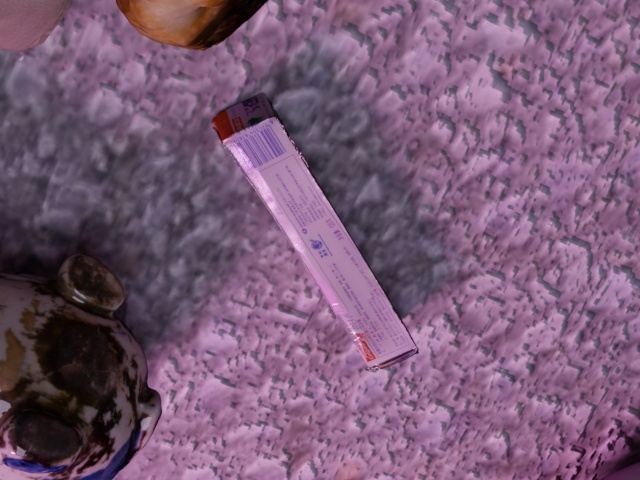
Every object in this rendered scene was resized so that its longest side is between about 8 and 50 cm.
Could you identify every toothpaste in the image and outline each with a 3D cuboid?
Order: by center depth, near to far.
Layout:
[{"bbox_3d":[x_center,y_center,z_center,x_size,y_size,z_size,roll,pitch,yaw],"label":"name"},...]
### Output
[{"bbox_3d":[0.000,0.000,0.662,0.040,0.047,0.196,-31,118,3],"label":"toothpaste"}]

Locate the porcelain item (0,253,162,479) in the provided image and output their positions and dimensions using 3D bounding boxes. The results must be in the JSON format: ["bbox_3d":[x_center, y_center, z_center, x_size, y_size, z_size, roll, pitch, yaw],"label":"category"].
[{"bbox_3d":[-0.242,0.070,0.606,0.288,0.138,0.186,28,137,-28],"label":"porcelain item"}]

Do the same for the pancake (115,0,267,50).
[{"bbox_3d":[0.019,-0.203,0.385,0.067,0.427,0.305,35,92,-6],"label":"pancake"}]

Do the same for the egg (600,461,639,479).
[{"bbox_3d":[0.298,0.247,0.757,0.271,0.196,0.196,4,117,-4],"label":"egg"}]

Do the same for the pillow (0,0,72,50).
[{"bbox_3d":[-0.149,-0.241,0.371,0.120,0.322,0.255,-2,123,-44],"label":"pillow"}]
